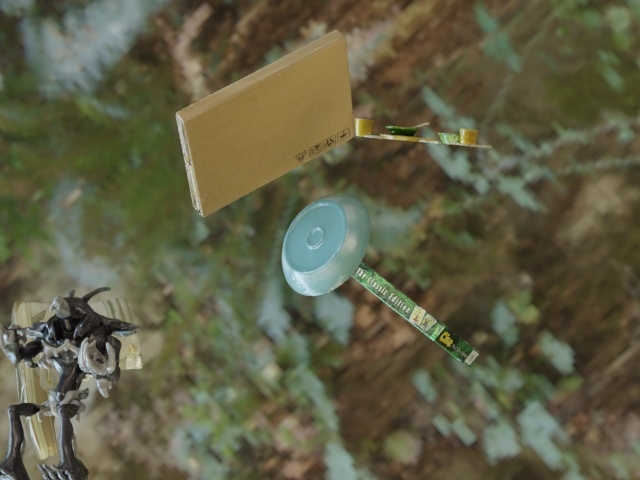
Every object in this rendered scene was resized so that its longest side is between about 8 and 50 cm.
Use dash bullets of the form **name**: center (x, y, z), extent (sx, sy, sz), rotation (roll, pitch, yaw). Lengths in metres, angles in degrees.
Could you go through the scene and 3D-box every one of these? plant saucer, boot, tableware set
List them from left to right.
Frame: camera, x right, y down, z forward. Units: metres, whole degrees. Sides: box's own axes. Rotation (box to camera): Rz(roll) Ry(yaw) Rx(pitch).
- **boot**: center (-0.311, 0.175, 2.269), extent (0.165, 0.077, 0.213), rotation (-4, -114, -17)
- **plant saucer**: center (0.000, 0.000, 1.848), extent (0.021, 0.119, 0.119), rotation (33, -160, -43)
- **tableware set**: center (0.113, -0.125, 2.000), extent (0.154, 0.024, 0.104), rotation (3, -176, -23)

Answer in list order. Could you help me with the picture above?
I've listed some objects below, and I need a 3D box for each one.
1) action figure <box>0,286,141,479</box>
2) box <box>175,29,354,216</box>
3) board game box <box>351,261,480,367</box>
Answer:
- **action figure**: center (-0.303, 0.151, 2.014), extent (0.141, 0.164, 0.275), rotation (72, -159, -56)
- **box**: center (-0.055, -0.124, 1.864), extent (0.021, 0.201, 0.164), rotation (51, 161, 33)
- **board game box**: center (0.089, 0.069, 2.294), extent (0.260, 0.030, 0.136), rotation (38, 178, 31)
